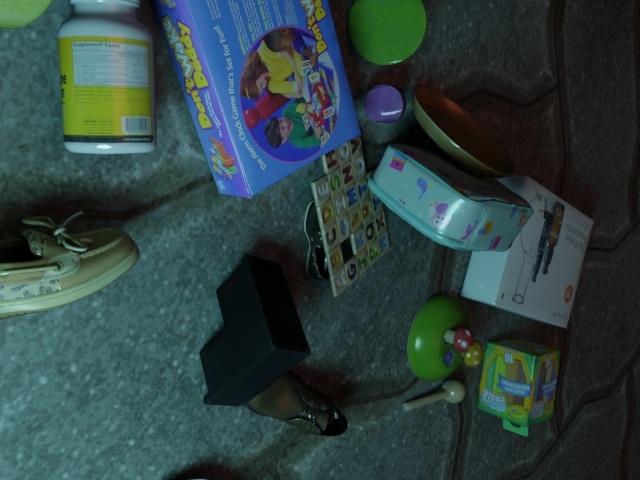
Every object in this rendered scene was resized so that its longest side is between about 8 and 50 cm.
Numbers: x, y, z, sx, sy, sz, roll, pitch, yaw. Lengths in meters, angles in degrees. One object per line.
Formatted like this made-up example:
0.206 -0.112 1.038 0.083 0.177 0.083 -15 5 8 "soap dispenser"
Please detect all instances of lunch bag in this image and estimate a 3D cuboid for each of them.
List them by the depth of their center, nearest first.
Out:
0.226 -0.076 1.099 0.279 0.224 0.108 2 120 -50 "lunch bag"

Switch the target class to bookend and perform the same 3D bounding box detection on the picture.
-0.110 0.132 0.908 0.072 0.156 0.157 19 129 -44 "bookend"

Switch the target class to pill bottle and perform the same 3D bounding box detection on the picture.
-0.240 -0.192 0.712 0.103 0.103 0.184 -8 103 -43 "pill bottle"

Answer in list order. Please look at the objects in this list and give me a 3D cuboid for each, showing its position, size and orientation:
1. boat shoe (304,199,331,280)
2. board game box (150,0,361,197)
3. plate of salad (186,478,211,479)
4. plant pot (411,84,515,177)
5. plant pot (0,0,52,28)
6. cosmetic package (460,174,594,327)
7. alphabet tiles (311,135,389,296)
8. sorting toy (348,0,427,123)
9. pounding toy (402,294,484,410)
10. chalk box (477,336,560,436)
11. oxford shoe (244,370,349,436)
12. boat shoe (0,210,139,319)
0.001 0.000 1.026 0.049 0.042 0.133 -8 102 -40 "boat shoe"
-0.085 -0.266 0.864 0.233 0.078 0.347 -34 120 -35 "board game box"
-0.204 0.436 0.908 0.200 0.048 0.199 -6 101 -32 "plate of salad"
0.252 -0.191 1.138 0.236 0.236 0.032 6 133 -44 "plant pot"
-0.355 -0.285 0.498 0.254 0.276 0.276 -7 103 -55 "plant pot"
0.493 0.035 1.469 0.377 0.097 0.284 18 88 -44 "cosmetic package"
0.054 -0.055 1.056 0.198 0.009 0.237 -37 122 -49 "alphabet tiles"
0.122 -0.382 1.049 0.126 0.127 0.365 -40 132 -68 "sorting toy"
0.271 0.235 1.281 0.183 0.110 0.236 0 98 -44 "pounding toy"
0.459 0.347 1.468 0.132 0.132 0.213 2 95 -44 "chalk box"
-0.032 0.260 1.006 0.227 0.096 0.082 30 79 -41 "oxford shoe"
-0.330 0.027 0.667 0.285 0.105 0.089 -21 115 -39 "boat shoe"
